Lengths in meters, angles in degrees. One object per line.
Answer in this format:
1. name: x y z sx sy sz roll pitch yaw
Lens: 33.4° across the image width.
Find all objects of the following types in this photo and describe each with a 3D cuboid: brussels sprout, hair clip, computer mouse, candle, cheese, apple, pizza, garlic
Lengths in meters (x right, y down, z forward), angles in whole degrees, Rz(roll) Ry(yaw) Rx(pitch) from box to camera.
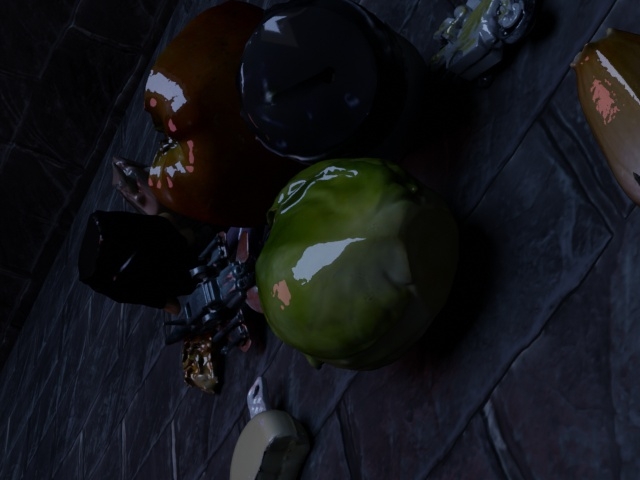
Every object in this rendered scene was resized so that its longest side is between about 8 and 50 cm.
1. brussels sprout: 0.044 0.027 1.299 0.294 0.227 0.259 -4 64 53
2. hair clip: -0.112 -0.060 1.925 0.137 0.090 0.278 7 79 32
3. computer mouse: -0.310 -0.084 2.118 0.199 0.389 0.115 33 78 31
4. candle: 0.034 -0.208 1.467 0.221 0.221 0.342 -66 -16 10
5. cheese: -0.090 0.313 1.574 0.163 0.071 0.249 -66 23 7
6. apple: -0.128 -0.188 1.679 0.295 0.328 0.365 -37 -3 36
7. pizza: -0.229 0.200 1.995 0.147 0.069 0.226 -40 35 46
8. garlic: 0.311 -0.098 0.961 0.115 0.128 0.206 -17 47 7

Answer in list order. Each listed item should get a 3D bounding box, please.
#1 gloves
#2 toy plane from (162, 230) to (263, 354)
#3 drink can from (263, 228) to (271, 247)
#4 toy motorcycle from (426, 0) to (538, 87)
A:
1. gloves: -0.300 0.043 1.952 0.152 0.301 0.197 29 109 34
2. toy plane: -0.201 0.119 1.862 0.326 0.104 0.223 -34 62 37
3. drink can: 0.000 0.000 1.604 0.235 0.097 0.097 -14 59 63
4. toy motorcycle: 0.213 -0.285 1.384 0.229 0.074 0.151 -27 45 61
